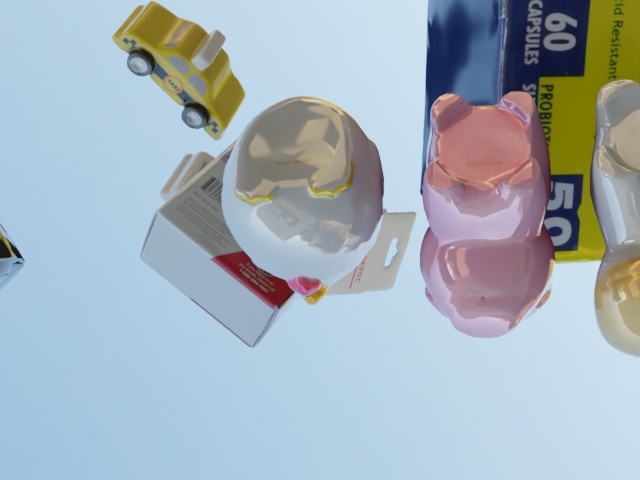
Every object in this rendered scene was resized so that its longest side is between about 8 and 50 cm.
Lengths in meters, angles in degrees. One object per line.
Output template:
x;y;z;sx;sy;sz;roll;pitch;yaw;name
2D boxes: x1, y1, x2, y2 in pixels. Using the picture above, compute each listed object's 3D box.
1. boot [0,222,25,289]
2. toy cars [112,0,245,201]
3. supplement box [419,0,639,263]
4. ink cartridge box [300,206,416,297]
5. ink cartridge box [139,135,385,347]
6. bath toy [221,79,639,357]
-0.281;-0.148;0.526;0.445;0.146;0.367;49;-134;10;boot
-0.126;-0.127;1.382;0.176;0.087;0.394;-5;-108;-48;toy cars
0.268;-0.107;0.817;0.356;0.194;0.195;-3;-162;-9;supplement box
0.000;0.000;1.175;0.181;0.104;0.061;-1;-148;-30;ink cartridge box
-0.046;-0.015;0.961;0.127;0.072;0.175;38;-129;6;ink cartridge box
0.115;-0.005;0.645;0.129;0.348;0.151;71;-154;-55;bath toy
